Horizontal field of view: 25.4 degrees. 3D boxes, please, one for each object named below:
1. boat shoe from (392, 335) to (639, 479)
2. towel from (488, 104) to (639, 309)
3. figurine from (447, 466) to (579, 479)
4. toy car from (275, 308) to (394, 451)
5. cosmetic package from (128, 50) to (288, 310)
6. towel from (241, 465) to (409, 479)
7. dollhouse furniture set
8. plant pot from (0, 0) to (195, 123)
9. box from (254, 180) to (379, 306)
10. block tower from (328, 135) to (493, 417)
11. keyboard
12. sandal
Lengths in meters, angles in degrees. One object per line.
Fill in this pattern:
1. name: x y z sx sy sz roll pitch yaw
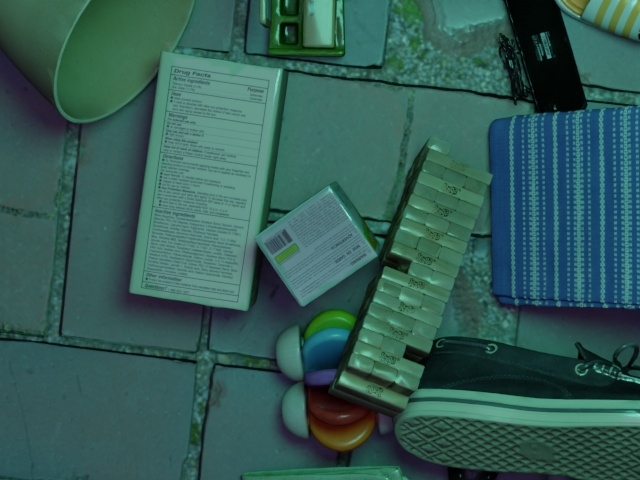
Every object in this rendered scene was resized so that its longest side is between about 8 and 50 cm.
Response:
1. boat shoe: 0.342 0.210 1.761 0.500 0.156 0.187 6 139 12
2. towel: 0.332 -0.037 1.716 0.040 0.336 0.243 -4 93 -39
3. figurine: 0.246 0.375 1.839 0.214 0.092 0.209 13 91 2
4. toy car: 0.024 0.181 1.810 0.159 0.136 0.182 -5 94 4
5. cosmetic package: -0.141 -0.076 1.816 0.160 0.113 0.309 10 94 3
6. towel: 0.029 0.454 1.836 0.247 0.038 0.325 -8 95 29
7. dollhouse furniture set: 0.080 -0.306 1.742 0.301 0.197 0.151 1 93 4
8. plant pot: -0.336 -0.327 1.763 0.274 0.256 0.256 37 96 16
9. box: 0.000 0.000 1.766 0.114 0.203 0.103 -35 91 4
10. block tower: 0.115 0.044 1.752 0.097 0.091 0.335 22 69 -5
11. keyboard: 0.271 -0.244 1.823 0.100 0.038 0.192 -17 92 -18
12. sandal: 0.423 -0.293 1.780 0.265 0.076 0.102 24 95 2
